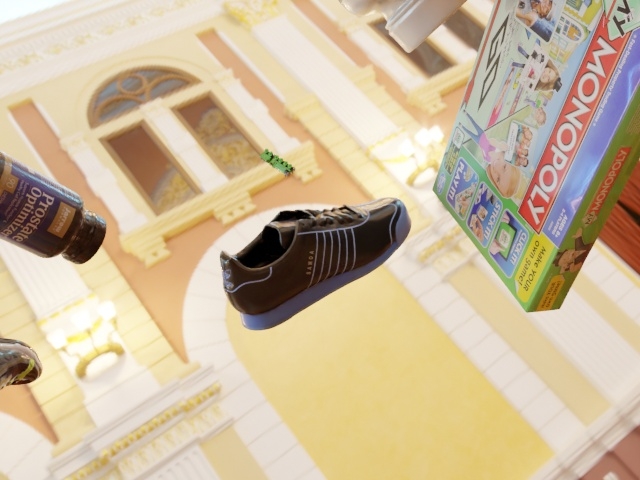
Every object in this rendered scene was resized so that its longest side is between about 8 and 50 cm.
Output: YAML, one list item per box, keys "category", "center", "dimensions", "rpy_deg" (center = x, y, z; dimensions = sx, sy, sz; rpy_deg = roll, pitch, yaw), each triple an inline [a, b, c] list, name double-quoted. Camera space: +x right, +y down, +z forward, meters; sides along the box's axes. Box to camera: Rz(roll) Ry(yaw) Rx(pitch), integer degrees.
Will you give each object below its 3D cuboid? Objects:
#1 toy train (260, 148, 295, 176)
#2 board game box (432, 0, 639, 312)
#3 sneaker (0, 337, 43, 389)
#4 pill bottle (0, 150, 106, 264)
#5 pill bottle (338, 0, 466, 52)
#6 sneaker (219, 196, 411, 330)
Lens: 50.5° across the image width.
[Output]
- category: "toy train"
  center: [-0.076, -0.137, 1.201]
  dimensions: [0.024, 0.083, 0.017]
  rpy_deg: [-53, -35, -1]
- category: "board game box"
  center: [0.213, -0.119, 0.649]
  dimensions: [0.046, 0.214, 0.317]
  rpy_deg: [-3, -51, -20]
- category: "sneaker"
  center: [-0.436, 0.173, 0.854]
  dimensions: [0.084, 0.097, 0.235]
  rpy_deg: [-21, -24, 5]
- category: "pill bottle"
  center: [-0.460, -0.046, 1.088]
  dimensions: [0.123, 0.123, 0.219]
  rpy_deg: [-45, -45, 11]
- category: "pill bottle"
  center: [0.054, -0.399, 0.847]
  dimensions: [0.176, 0.318, 0.176]
  rpy_deg: [-42, 8, 7]
- category: "sneaker"
  center: [0.000, 0.000, 0.719]
  dimensions: [0.232, 0.081, 0.091]
  rpy_deg: [-34, -56, -24]
